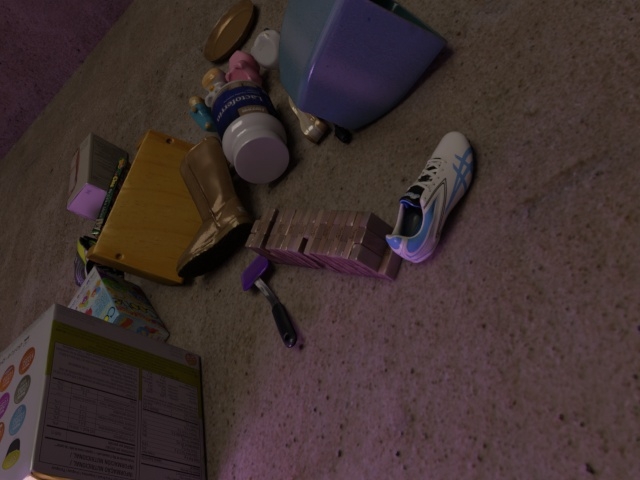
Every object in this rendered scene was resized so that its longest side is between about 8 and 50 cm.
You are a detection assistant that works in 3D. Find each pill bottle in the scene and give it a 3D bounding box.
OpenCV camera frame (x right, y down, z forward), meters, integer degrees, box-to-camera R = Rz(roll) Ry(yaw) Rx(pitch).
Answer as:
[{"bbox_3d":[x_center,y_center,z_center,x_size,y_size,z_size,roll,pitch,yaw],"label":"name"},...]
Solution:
[{"bbox_3d":[-0.165,-0.257,1.420,0.153,0.153,0.265,-44,41,17],"label":"pill bottle"}]

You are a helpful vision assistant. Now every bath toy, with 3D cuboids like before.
[{"bbox_3d":[-0.211,-0.443,1.629,0.348,0.129,0.151,-34,88,30],"label":"bath toy"}]

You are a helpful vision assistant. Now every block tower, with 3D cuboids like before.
[{"bbox_3d":[0.000,0.000,1.114,0.335,0.097,0.091,5,70,48],"label":"block tower"}]

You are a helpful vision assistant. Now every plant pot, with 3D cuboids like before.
[{"bbox_3d":[0.047,-0.378,1.214,0.252,0.247,0.247,-58,35,26],"label":"plant pot"},{"bbox_3d":[-0.288,-0.667,1.931,0.236,0.032,0.236,-26,48,33],"label":"plant pot"}]

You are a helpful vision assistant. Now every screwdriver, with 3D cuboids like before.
[{"bbox_3d":[0.032,-0.256,1.318,0.025,0.024,0.170,-20,37,-1],"label":"screwdriver"}]

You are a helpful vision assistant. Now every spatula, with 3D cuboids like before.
[{"bbox_3d":[-0.101,0.114,1.195,0.084,0.030,0.296,-48,39,9],"label":"spatula"}]

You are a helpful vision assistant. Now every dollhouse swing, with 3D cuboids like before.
[{"bbox_3d":[-0.430,-0.059,1.605,0.305,0.315,0.347,123,166,-71],"label":"dollhouse swing"}]

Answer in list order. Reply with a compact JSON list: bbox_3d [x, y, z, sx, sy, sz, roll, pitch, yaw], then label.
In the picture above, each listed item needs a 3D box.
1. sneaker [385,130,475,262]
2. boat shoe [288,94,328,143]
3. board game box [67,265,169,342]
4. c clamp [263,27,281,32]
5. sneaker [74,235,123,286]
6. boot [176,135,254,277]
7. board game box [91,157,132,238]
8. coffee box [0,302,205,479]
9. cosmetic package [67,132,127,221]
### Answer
[{"bbox_3d":[0.181,-0.081,0.981,0.085,0.086,0.237,9,71,51],"label":"sneaker"},{"bbox_3d":[-0.023,-0.292,1.369,0.059,0.063,0.170,-38,52,20],"label":"boat shoe"},{"bbox_3d":[-0.507,0.201,1.486,0.144,0.142,0.275,-56,38,2],"label":"board game box"},{"bbox_3d":[-0.136,-0.573,1.715,0.160,0.022,0.137,24,89,50],"label":"c clamp"},{"bbox_3d":[-0.663,0.104,1.772,0.300,0.111,0.121,48,119,52],"label":"sneaker"},{"bbox_3d":[-0.279,-0.076,1.419,0.236,0.089,0.270,-36,60,14],"label":"boot"},{"bbox_3d":[-0.604,-0.104,1.812,0.030,0.136,0.260,5,65,12],"label":"board game box"},{"bbox_3d":[-0.461,0.387,1.151,0.337,0.338,0.334,-38,43,23],"label":"coffee box"},{"bbox_3d":[-0.744,-0.207,2.017,0.129,0.153,0.296,-43,39,21],"label":"cosmetic package"}]
